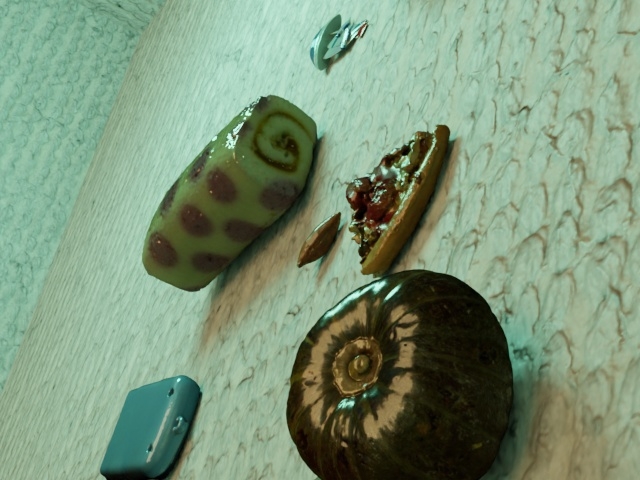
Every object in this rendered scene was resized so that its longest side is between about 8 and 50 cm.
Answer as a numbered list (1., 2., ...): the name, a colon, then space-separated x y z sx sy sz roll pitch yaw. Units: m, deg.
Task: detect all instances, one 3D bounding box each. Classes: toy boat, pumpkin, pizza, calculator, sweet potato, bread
1. toy boat: 0.030 -0.329 1.843 0.105 0.034 0.149 -59 33 3
2. pumpkin: 0.074 0.143 0.982 0.219 0.162 0.219 -19 58 33
3. pizza: 0.071 -0.050 1.349 0.193 0.053 0.201 -2 63 67
4. calculator: -0.274 0.303 1.753 0.293 0.051 0.173 -24 42 58
5. sweet potato: 0.000 0.000 1.493 0.095 0.034 0.034 -50 22 4
6. bread: -0.155 -0.071 1.775 0.338 0.155 0.187 -43 24 43

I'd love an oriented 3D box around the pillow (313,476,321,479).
1. pillow: -0.018 0.318 1.075 0.254 0.078 0.144 -51 23 28
